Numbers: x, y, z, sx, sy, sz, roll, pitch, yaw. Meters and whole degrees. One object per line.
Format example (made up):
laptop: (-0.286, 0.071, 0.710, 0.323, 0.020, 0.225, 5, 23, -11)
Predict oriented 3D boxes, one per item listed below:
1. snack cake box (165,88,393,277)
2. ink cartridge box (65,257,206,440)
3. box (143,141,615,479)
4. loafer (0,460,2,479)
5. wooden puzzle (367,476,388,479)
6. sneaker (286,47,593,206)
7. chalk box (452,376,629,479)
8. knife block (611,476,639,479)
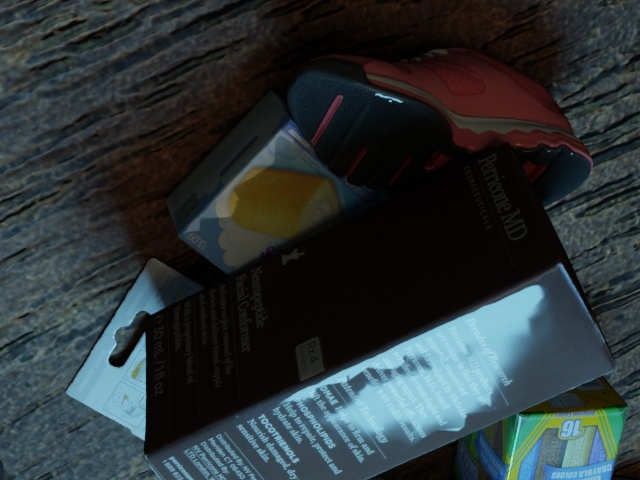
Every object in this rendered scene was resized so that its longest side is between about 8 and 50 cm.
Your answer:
snack cake box: (0.000, 0.000, 1.218, 0.152, 0.089, 0.264, -46, 119, 9)
ink cartridge box: (-0.117, 0.136, 1.289, 0.224, 0.056, 0.181, 32, 105, -8)
box: (0.038, 0.090, 1.100, 0.381, 0.191, 0.143, -25, 124, 9)
loafer: (-0.355, 0.227, 1.228, 0.095, 0.109, 0.303, -33, 118, -3)
wooden puzzle: (0.132, 0.321, 1.343, 0.238, 0.221, 0.044, 26, 96, -25)
sneaker: (0.101, -0.121, 1.162, 0.313, 0.136, 0.116, 13, 139, -29)
chalk box: (0.230, 0.240, 1.381, 0.132, 0.132, 0.213, 0, 115, -16)
knife block: (0.446, 0.338, 1.533, 0.275, 0.242, 0.088, -24, 137, -58)
